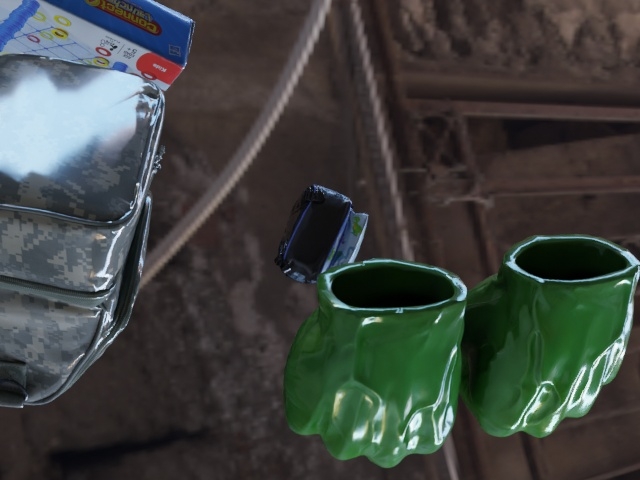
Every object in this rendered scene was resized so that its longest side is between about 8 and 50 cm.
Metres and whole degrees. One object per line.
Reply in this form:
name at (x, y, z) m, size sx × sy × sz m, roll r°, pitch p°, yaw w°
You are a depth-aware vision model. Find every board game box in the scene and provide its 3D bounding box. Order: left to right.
board game box at (-0.366, -0.224, 1.787) m, size 0.302 × 0.308 × 0.086 m, roll -43°, pitch -147°, yaw 44°

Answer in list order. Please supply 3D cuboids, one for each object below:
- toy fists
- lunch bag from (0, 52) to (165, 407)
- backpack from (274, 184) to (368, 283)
toy fists at (0.101, 0.079, 1.026) m, size 0.096 × 0.279 × 0.142 m, roll 45°, pitch -45°, yaw 51°
lunch bag at (-0.280, -0.013, 1.447) m, size 0.305 × 0.212 × 0.256 m, roll -88°, pitch -169°, yaw -55°
backpack at (0.000, 0.000, 1.555) m, size 0.114 × 0.084 × 0.105 m, roll 162°, pitch -49°, yaw -82°
